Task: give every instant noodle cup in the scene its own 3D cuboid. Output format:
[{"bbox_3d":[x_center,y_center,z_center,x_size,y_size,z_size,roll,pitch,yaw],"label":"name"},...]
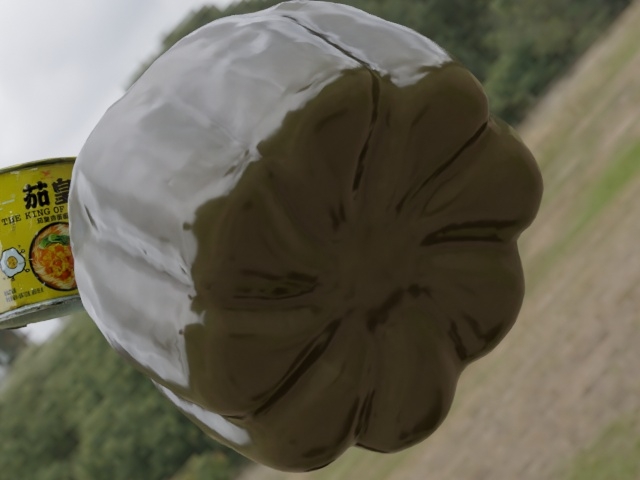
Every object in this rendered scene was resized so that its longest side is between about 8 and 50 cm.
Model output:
[{"bbox_3d":[-0.292,0.008,2.020,0.182,0.144,0.182,-15,-8,-2],"label":"instant noodle cup"}]

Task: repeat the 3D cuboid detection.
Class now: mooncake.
[{"bbox_3d":[0.000,0.000,1.592,0.378,0.378,0.201,-47,34,-9],"label":"mooncake"}]
